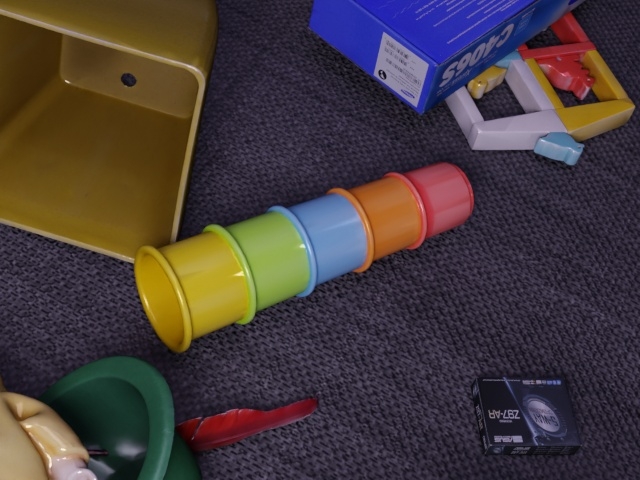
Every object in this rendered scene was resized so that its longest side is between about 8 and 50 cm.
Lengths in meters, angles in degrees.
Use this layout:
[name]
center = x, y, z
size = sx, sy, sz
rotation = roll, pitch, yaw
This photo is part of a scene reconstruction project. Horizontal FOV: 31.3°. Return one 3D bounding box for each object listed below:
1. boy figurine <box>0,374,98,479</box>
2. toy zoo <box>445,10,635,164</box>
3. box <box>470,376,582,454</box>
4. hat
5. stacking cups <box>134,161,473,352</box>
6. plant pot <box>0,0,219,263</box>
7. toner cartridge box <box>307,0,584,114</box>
[boy figurine]
center = -0.246, 0.166, 0.771
size = 0.177, 0.092, 0.285
rotation = -15, 35, -20
[toy zoo]
center = 0.210, -0.194, 1.240
size = 0.192, 0.030, 0.293
rotation = -11, 56, -20
[box]
center = 0.175, 0.150, 0.975
size = 0.083, 0.018, 0.067
rotation = 3, 52, -11
[hat]
center = -0.119, 0.197, 0.871
size = 0.208, 0.183, 0.173
rotation = -31, 45, 17
[stacking cups]
center = 0.000, 0.000, 1.003
size = 0.316, 0.096, 0.096
rotation = -20, 60, -25
[plant pot]
center = -0.194, -0.135, 1.007
size = 0.212, 0.212, 0.187
rotation = 16, 39, 0
[toner cartridge box]
center = 0.165, -0.280, 1.228
size = 0.165, 0.075, 0.348
rotation = 42, 56, 19
